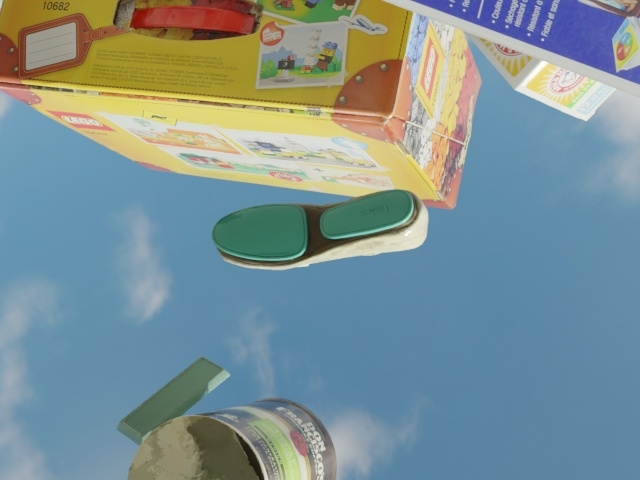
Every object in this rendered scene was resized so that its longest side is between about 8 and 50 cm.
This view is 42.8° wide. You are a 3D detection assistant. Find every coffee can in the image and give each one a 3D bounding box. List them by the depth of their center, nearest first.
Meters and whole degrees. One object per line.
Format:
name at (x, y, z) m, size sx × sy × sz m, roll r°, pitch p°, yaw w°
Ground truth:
coffee can at (-0.114, 0.335, 1.155) m, size 0.201 × 0.275 × 0.201 m, roll -2°, pitch -96°, yaw 19°

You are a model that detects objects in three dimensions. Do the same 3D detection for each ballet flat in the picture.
ballet flat at (0.000, 0.000, 0.622) m, size 0.168 × 0.052 × 0.057 m, roll -6°, pitch -121°, yaw 15°

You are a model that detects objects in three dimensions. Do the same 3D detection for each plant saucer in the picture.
plant saucer at (-0.235, 0.252, 1.310) m, size 0.067 × 0.018 × 0.192 m, roll 22°, pitch -135°, yaw 34°

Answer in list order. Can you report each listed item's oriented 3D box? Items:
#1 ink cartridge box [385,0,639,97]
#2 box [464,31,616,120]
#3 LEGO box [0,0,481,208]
ink cartridge box at (0.132, -0.180, 0.430) m, size 0.332 × 0.165 × 0.065 m, roll 25°, pitch -131°, yaw 15°
box at (0.158, -0.203, 0.618) m, size 0.114 × 0.103 × 0.203 m, roll -50°, pitch -128°, yaw 28°
LEGO box at (-0.084, -0.201, 1.030) m, size 0.500 × 0.372 × 0.193 m, roll 9°, pitch -98°, yaw 20°
